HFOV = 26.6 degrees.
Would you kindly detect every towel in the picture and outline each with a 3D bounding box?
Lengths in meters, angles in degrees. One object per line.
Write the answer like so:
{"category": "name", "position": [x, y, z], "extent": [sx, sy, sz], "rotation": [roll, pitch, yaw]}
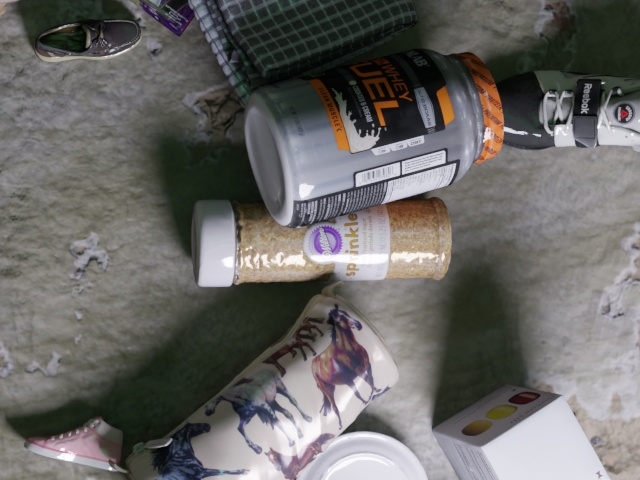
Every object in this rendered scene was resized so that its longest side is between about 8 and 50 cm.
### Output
{"category": "towel", "position": [-0.031, -0.345, 1.845], "extent": [0.283, 0.121, 0.235], "rotation": [-26, 91, -22]}

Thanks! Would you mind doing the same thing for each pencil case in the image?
{"category": "pencil case", "position": [-0.081, 0.244, 1.847], "extent": [0.410, 0.160, 0.183], "rotation": [-42, 109, -9]}

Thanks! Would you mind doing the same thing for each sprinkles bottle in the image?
{"category": "sprinkles bottle", "position": [0.000, 0.000, 1.893], "extent": [0.355, 0.121, 0.121], "rotation": [-1, 87, -11]}

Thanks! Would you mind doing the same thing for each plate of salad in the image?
{"category": "plate of salad", "position": [0.057, 0.369, 1.921], "extent": [0.199, 0.048, 0.200], "rotation": [0, 91, -9]}

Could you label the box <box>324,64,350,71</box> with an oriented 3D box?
{"category": "box", "position": [0.060, -0.161, 1.942], "extent": [0.232, 0.059, 0.184], "rotation": [-6, 89, -10]}

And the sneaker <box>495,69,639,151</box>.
{"category": "sneaker", "position": [0.402, -0.193, 1.965], "extent": [0.330, 0.146, 0.123], "rotation": [0, 89, -9]}

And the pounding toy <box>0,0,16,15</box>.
{"category": "pounding toy", "position": [-0.528, -0.412, 1.844], "extent": [0.269, 0.155, 0.154], "rotation": [54, 51, -13]}

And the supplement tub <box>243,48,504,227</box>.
{"category": "supplement tub", "position": [0.071, -0.144, 1.808], "extent": [0.316, 0.193, 0.194], "rotation": [-16, 90, -17]}

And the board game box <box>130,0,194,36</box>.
{"category": "board game box", "position": [-0.277, -0.474, 1.905], "extent": [0.346, 0.056, 0.208], "rotation": [36, 78, -7]}

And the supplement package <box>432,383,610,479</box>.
{"category": "supplement package", "position": [0.271, 0.293, 1.864], "extent": [0.139, 0.244, 0.134], "rotation": [-30, 93, -11]}

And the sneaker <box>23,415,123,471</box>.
{"category": "sneaker", "position": [-0.334, 0.270, 1.856], "extent": [0.134, 0.051, 0.070], "rotation": [14, 83, -13]}

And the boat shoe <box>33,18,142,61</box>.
{"category": "boat shoe", "position": [-0.322, -0.279, 1.883], "extent": [0.152, 0.049, 0.056], "rotation": [-14, 89, -11]}
